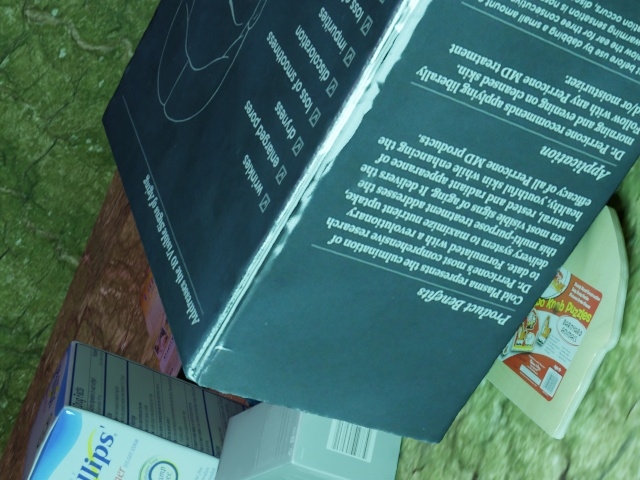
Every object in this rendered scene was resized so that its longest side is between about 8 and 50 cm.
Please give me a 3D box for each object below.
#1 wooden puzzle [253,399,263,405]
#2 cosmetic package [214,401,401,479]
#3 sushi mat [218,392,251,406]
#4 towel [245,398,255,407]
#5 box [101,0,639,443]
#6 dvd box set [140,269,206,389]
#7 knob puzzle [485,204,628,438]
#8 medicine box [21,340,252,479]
[{"bbox_3d":[-0.077,0.122,1.817,0.238,0.044,0.221,-97,-4,-49],"label":"wooden puzzle"},{"bbox_3d":[-0.017,0.239,1.588,0.238,0.127,0.107,-27,46,60],"label":"cosmetic package"},{"bbox_3d":[-0.149,0.291,2.055,0.316,0.019,0.151,-67,21,11],"label":"sushi mat"},{"bbox_3d":[-0.093,0.182,1.892,0.119,0.029,0.067,56,-154,-63],"label":"towel"},{"bbox_3d":[0.044,-0.151,1.367,0.471,0.297,0.480,-57,32,22],"label":"box"},{"bbox_3d":[-0.204,0.057,2.373,0.307,0.062,0.420,-65,20,13],"label":"dvd box set"},{"bbox_3d":[0.222,0.061,1.258,0.213,0.030,0.213,-51,27,39],"label":"knob puzzle"},{"bbox_3d":[-0.217,0.276,1.801,0.263,0.289,0.149,-120,53,-75],"label":"medicine box"}]
